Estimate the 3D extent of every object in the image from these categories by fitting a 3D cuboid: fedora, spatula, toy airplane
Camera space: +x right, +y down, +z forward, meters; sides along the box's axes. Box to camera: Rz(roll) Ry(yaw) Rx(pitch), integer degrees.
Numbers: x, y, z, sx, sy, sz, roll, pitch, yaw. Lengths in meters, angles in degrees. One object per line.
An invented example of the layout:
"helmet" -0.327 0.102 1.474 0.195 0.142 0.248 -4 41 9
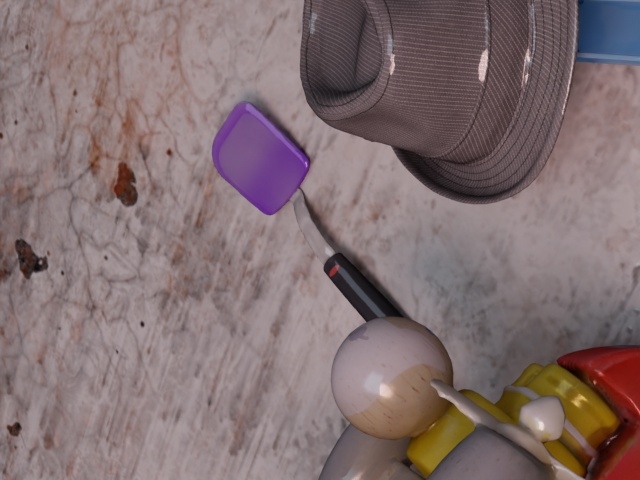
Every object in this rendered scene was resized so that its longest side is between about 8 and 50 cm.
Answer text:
"fedora" 0.060 -0.152 0.841 0.275 0.124 0.244 -125 39 -53
"spatula" 0.000 0.000 1.038 0.296 0.030 0.084 52 125 19
"toy airplane" 0.070 0.191 0.792 0.386 0.384 0.272 -27 91 39

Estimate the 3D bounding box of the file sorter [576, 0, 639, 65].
"file sorter" 0.217 -0.208 0.792 0.118 0.104 0.170 11 104 37
